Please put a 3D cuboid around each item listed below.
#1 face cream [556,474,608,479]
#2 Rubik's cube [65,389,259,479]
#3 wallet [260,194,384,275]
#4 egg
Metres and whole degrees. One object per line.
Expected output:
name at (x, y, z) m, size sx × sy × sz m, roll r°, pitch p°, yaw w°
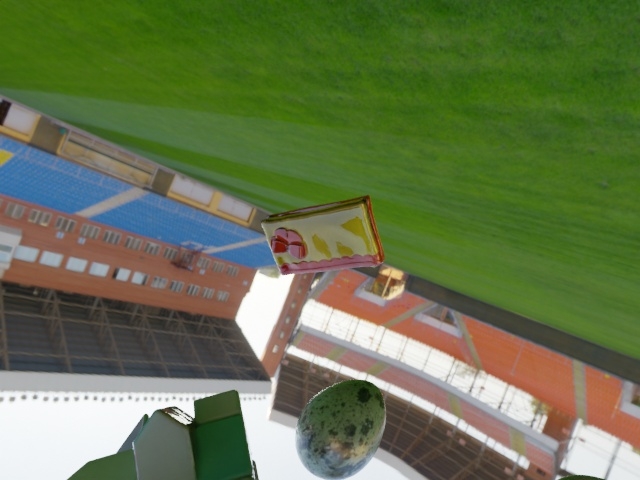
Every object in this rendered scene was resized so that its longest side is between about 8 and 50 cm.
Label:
face cream at (0.218, 0.334, 0.346) m, size 0.201 × 0.187 × 0.201 m, roll 17°, pitch -152°, yaw -10°
Rubik's cube at (-0.175, 0.320, 0.502) m, size 0.213 × 0.265 × 0.224 m, roll -11°, pitch -153°, yaw -13°
wallet at (0.000, 0.000, 0.858) m, size 0.241 × 0.141 × 0.067 m, roll -9°, pitch -165°, yaw 30°
egg at (0.036, 0.303, 0.707) m, size 0.132 × 0.172 × 0.132 m, roll 39°, pitch 160°, yaw 17°
